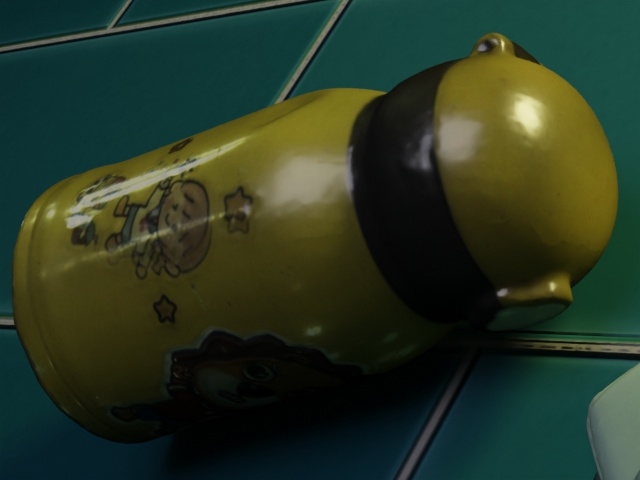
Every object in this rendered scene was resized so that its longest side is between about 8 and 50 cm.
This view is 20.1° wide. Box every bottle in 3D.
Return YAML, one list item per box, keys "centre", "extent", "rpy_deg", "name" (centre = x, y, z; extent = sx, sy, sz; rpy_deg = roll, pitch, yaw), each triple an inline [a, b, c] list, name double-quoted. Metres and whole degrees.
- centre: [0.000, 0.000, 1.023]
  extent: [0.351, 0.171, 0.171]
  rpy_deg: [-18, 38, 35]
  name: "bottle"

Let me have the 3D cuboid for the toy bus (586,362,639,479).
- centre: [0.186, 0.133, 0.644]
  extent: [0.133, 0.165, 0.271]
  rpy_deg: [-33, 31, 15]
  name: "toy bus"
